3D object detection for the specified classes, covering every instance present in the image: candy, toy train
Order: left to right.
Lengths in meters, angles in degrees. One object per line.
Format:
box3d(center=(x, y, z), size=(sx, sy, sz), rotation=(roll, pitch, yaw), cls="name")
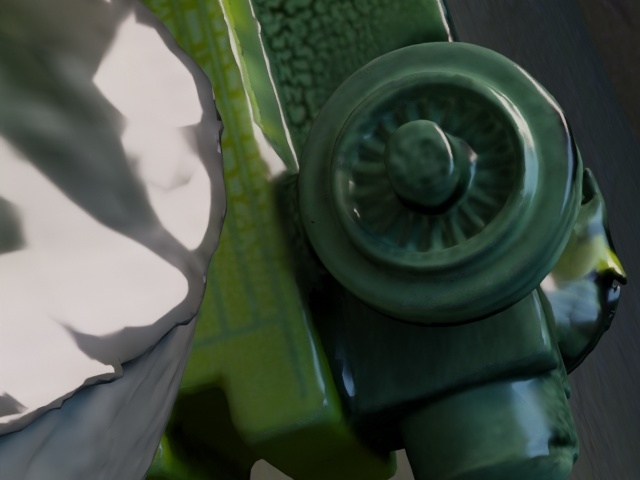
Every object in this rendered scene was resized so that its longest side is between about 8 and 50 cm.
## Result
box3d(center=(-0.209, -0.046, 0.384), size=(0.386, 0.186, 0.427), rotation=(59, 24, 3), cls="candy")
box3d(center=(-0.046, -0.078, 0.695), size=(0.179, 0.272, 0.442), rotation=(51, 22, -67), cls="toy train")
